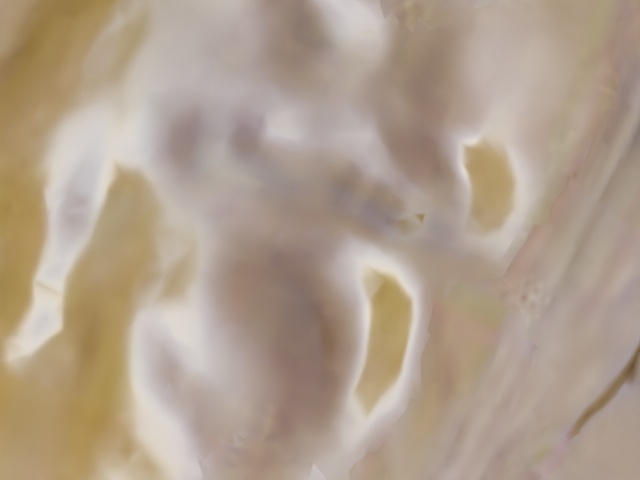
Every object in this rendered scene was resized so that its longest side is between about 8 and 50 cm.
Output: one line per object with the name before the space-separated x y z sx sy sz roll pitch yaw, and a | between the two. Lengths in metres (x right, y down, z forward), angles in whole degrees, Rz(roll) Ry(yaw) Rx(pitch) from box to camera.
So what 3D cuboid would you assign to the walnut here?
walnut | 0.000 0.000 0.651 0.354 0.308 0.398 35 80 -33
